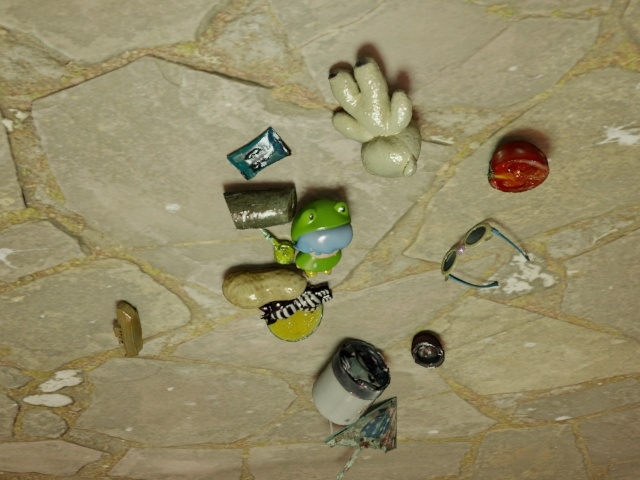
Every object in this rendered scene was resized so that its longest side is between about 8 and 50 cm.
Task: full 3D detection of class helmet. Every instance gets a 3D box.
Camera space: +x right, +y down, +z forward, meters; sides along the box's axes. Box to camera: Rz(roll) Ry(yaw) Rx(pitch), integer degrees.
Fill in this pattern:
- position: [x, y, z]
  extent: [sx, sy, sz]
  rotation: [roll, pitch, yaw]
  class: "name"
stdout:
- position: [0.325, 0.328, 1.747]
  extent: [0.098, 0.071, 0.123]
  rotation: [-18, 131, 19]
  class: "helmet"

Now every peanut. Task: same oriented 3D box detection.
- position: [-0.152, 0.129, 1.564]
  extent: [0.236, 0.120, 0.111]
  rotation: [-4, 88, 9]
  class: "peanut"

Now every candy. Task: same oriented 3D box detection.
- position: [-0.138, -0.012, 1.512]
  extent: [0.194, 0.058, 0.062]
  rotation: [48, 73, -20]
  class: "candy"

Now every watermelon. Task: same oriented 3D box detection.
- position: [-0.069, 0.254, 1.683]
  extent: [0.181, 0.075, 0.092]
  rotation: [-13, 121, 10]
  class: "watermelon"

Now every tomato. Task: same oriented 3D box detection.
- position: [0.467, -0.185, 1.367]
  extent: [0.138, 0.091, 0.159]
  rotation: [1, 154, 9]
  class: "tomato"

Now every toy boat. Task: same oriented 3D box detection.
- position: [-0.574, 0.269, 1.697]
  extent: [0.072, 0.064, 0.206]
  rotation: [13, 126, 8]
  class: "toy boat"

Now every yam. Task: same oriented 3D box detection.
- position: [-0.148, -0.080, 1.422]
  extent: [0.183, 0.107, 0.107]
  rotation: [-6, 126, -1]
  class: "yam"

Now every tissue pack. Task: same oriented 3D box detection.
- position: [-0.148, -0.203, 1.381]
  extent: [0.138, 0.028, 0.085]
  rotation: [-32, 120, 16]
  class: "tissue pack"

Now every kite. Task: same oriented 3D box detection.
- position: [0.163, 0.681, 1.961]
  extent: [0.405, 0.014, 0.369]
  rotation: [24, 103, -42]
  class: "kite"

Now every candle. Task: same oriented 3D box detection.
- position: [0.073, 0.471, 1.776]
  extent: [0.187, 0.188, 0.330]
  rotation: [21, 124, -16]
  class: "candle"

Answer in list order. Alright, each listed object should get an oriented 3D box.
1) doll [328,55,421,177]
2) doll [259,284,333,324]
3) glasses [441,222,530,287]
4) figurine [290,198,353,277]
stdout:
- position: [0.133, -0.278, 1.288]
  extent: [0.149, 0.175, 0.278]
  rotation: [-39, 116, -20]
  class: "doll"
- position: [-0.074, 0.178, 1.635]
  extent: [0.219, 0.067, 0.091]
  rotation: [-20, 134, 6]
  class: "doll"
- position: [0.445, 0.045, 1.565]
  extent: [0.220, 0.088, 0.190]
  rotation: [17, 126, -37]
  class: "glasses"
- position: [0.000, 0.000, 1.466]
  extent: [0.162, 0.143, 0.263]
  rotation: [-10, 145, -14]
  class: "figurine"
